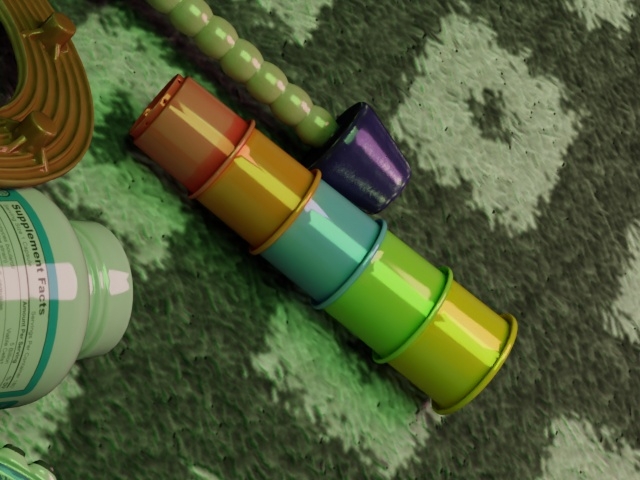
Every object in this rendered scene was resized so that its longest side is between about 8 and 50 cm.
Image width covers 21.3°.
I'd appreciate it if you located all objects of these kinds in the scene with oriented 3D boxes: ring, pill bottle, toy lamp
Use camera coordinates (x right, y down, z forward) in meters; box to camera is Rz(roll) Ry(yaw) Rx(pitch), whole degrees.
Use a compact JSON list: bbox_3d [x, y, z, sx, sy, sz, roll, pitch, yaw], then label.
[{"bbox_3d":[-0.274,-0.168,1.075,0.337,0.032,0.336,38,24,-20],"label":"ring"},{"bbox_3d":[-0.243,0.036,1.030,0.264,0.146,0.146,-2,72,-47],"label":"pill bottle"},{"bbox_3d":[-0.044,-0.125,1.278,0.275,0.080,0.080,42,55,-13],"label":"toy lamp"}]

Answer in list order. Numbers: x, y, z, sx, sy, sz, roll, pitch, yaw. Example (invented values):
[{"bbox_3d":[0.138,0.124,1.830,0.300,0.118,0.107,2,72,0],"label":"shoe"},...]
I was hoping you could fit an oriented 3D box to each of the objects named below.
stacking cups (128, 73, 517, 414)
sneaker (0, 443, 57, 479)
[{"bbox_3d":[0.000,0.000,1.247,0.316,0.096,0.096,39,55,-14],"label":"stacking cups"},{"bbox_3d":[-0.178,0.245,1.015,0.330,0.130,0.147,47,51,-9],"label":"sneaker"}]
